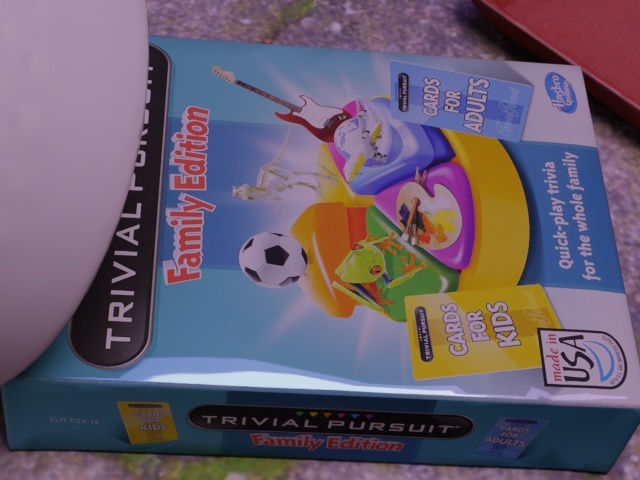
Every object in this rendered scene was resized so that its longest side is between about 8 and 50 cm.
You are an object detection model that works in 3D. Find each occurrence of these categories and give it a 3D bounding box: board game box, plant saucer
[{"bbox_3d":[0.000,0.000,0.758,0.336,0.079,0.254,3,52,-6],"label":"board game box"},{"bbox_3d":[0.273,-0.160,0.944,0.258,0.048,0.259,40,58,20],"label":"plant saucer"}]

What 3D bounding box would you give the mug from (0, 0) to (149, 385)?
[{"bbox_3d":[-0.299,-0.124,0.598,0.328,0.276,0.374,14,48,-41],"label":"mug"}]
